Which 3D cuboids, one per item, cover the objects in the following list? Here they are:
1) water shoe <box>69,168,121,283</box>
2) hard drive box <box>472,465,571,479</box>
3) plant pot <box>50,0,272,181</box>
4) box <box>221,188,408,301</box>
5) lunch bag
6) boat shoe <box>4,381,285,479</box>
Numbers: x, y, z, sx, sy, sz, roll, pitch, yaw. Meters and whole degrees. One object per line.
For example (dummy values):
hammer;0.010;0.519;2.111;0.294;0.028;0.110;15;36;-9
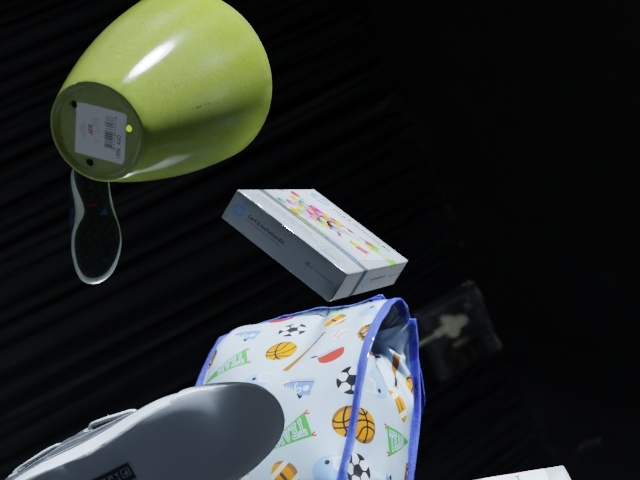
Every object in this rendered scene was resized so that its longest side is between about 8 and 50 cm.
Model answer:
water shoe;-0.344;-0.019;1.456;0.080;0.073;0.203;125;-38;-57
hard drive box;0.179;0.364;1.012;0.089;0.181;0.232;-107;-167;-57
plant pot;-0.245;-0.196;1.362;0.275;0.293;0.274;6;-66;15
box;0.000;0.000;1.020;0.145;0.186;0.038;38;-75;18
lunch bag;-0.022;0.271;1.477;0.328;0.385;0.239;-14;-46;25
boat shoe;-0.185;0.218;0.968;0.108;0.301;0.102;67;-10;-14
